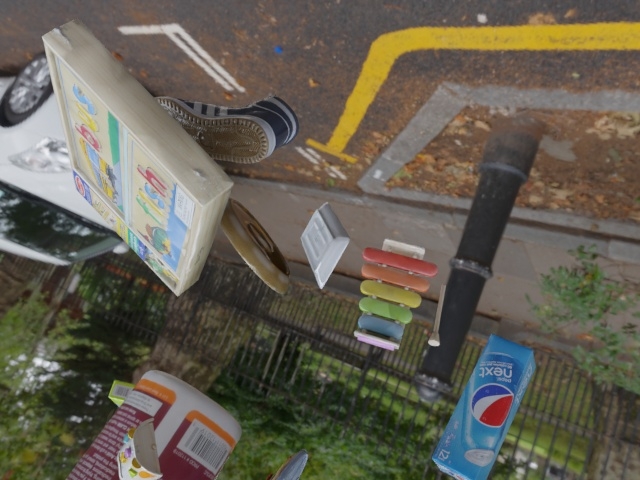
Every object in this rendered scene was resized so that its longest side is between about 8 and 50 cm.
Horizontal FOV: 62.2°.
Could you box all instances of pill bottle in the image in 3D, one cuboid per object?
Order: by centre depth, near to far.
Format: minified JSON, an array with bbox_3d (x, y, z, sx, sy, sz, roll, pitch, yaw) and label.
[{"bbox_3d":[-0.331,0.449,0.925,0.224,0.392,0.224,24,149,16],"label":"pill bottle"}]

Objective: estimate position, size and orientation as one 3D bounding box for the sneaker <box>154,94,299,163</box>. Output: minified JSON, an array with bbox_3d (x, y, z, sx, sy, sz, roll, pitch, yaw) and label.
[{"bbox_3d":[-0.174,-0.210,0.949,0.282,0.153,0.099,16,123,24],"label":"sneaker"}]

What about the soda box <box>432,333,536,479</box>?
[{"bbox_3d":[0.246,0.251,0.785,0.067,0.210,0.071,18,155,34],"label":"soda box"}]

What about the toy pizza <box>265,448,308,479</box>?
[{"bbox_3d":[-0.089,0.461,0.955,0.032,0.201,0.201,29,170,18],"label":"toy pizza"}]

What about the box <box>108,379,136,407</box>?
[{"bbox_3d":[-0.389,0.359,1.168,0.109,0.042,0.178,13,150,1],"label":"box"}]

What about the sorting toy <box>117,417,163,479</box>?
[{"bbox_3d":[-0.269,0.311,0.761,0.045,0.083,0.075,15,133,-44],"label":"sorting toy"}]

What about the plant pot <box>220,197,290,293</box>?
[{"bbox_3d":[-0.129,0.001,1.047,0.236,0.032,0.236,53,-176,-5],"label":"plant pot"}]

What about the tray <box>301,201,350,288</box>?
[{"bbox_3d":[0.000,0.000,1.335,0.030,0.145,0.270,25,-164,-20],"label":"tray"}]

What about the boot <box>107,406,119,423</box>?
[{"bbox_3d":[-0.461,0.566,1.549,0.236,0.089,0.269,-1,142,5],"label":"boot"}]

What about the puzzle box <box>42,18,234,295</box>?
[{"bbox_3d":[-0.267,-0.079,0.771,0.272,0.052,0.409,46,153,3],"label":"puzzle box"}]

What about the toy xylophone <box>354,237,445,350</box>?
[{"bbox_3d":[0.212,0.149,1.392,0.236,0.322,0.081,8,146,6],"label":"toy xylophone"}]
